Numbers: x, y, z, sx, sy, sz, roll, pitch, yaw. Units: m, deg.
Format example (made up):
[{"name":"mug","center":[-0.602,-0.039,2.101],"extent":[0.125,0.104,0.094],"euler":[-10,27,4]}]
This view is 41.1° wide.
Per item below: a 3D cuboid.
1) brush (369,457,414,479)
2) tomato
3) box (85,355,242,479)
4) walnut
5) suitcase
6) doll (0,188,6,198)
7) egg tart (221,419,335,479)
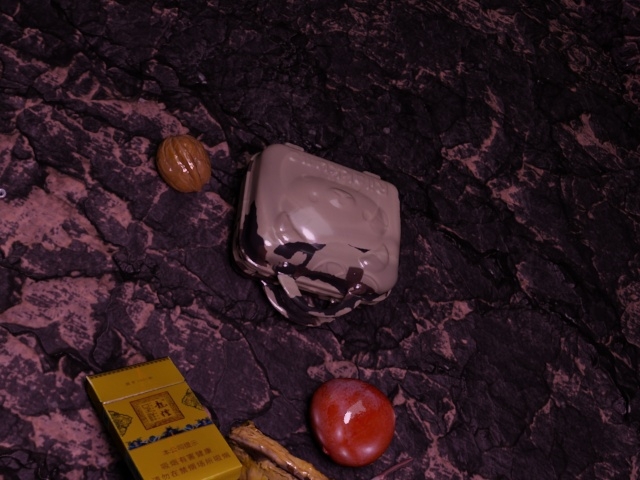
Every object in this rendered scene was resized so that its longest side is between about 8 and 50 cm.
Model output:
[{"name":"brush","center":[0.069,0.463,1.570],"extent":[0.301,0.084,0.071],"euler":[-20,80,-41]},{"name":"tomato","center":[0.055,0.325,1.574],"extent":[0.167,0.167,0.167],"euler":[13,59,-24]},{"name":"box","center":[-0.261,0.305,1.394],"extent":[0.153,0.041,0.279],"euler":[-12,41,-33]},{"name":"walnut","center":[-0.269,-0.150,1.683],"extent":[0.105,0.105,0.125],"euler":[-28,96,-37]},{"name":"suitcase","center":[0.000,0.000,1.696],"extent":[0.351,0.194,0.339],"euler":[18,60,-21]},{"name":"doll","center":[-0.639,-0.087,1.453],"extent":[0.195,0.070,0.096],"euler":[4,78,-21]},{"name":"egg tart","center":[-0.072,0.393,1.429],"extent":[0.241,0.241,0.106],"euler":[35,75,-10]}]
